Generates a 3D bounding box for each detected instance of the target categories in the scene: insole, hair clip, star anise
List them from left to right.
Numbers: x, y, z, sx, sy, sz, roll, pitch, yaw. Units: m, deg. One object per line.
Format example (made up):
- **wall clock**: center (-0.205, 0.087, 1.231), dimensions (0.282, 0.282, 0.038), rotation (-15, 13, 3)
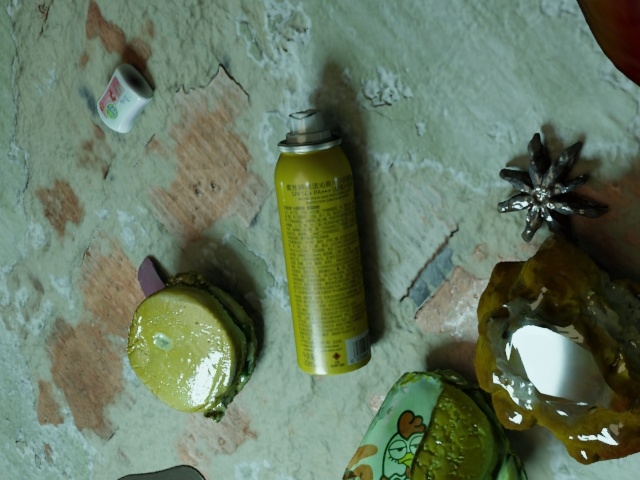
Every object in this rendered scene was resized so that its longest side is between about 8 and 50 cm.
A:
- **insole**: center (-0.304, 0.463, 1.832), dimensions (0.328, 0.007, 0.111), rotation (-28, 88, 40)
- **hair clip**: center (-0.252, 0.090, 1.650), dimensions (0.137, 0.022, 0.054), rotation (51, 126, 13)
- **star anise**: center (0.259, -0.051, 1.188), dimensions (0.141, 0.042, 0.141), rotation (14, 113, 36)

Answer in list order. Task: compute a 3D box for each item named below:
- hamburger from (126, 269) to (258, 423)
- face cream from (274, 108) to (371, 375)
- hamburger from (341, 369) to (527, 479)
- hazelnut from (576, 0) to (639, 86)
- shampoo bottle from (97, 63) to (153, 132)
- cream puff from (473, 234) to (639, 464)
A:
- **hamburger**: center (-0.185, 0.151, 1.556), dimensions (0.189, 0.122, 0.215), rotation (21, 114, 24)
- **face cream**: center (0.000, 0.000, 1.367), dimensions (0.105, 0.105, 0.349), rotation (5, 109, 37)
- **hamburger**: center (0.155, 0.279, 1.294), dimensions (0.235, 0.125, 0.214), rotation (31, 90, 41)
- **hazelnut**: center (0.373, -0.300, 0.829), dimensions (0.421, 0.352, 0.421), rotation (180, 90, -70)
- **shampoo bottle**: center (-0.303, -0.212, 1.568), dimensions (0.072, 0.043, 0.099), rotation (53, 129, 11)
- **cream puff**: center (0.277, 0.122, 1.161), dimensions (0.241, 0.155, 0.269), rotation (9, 113, 36)
